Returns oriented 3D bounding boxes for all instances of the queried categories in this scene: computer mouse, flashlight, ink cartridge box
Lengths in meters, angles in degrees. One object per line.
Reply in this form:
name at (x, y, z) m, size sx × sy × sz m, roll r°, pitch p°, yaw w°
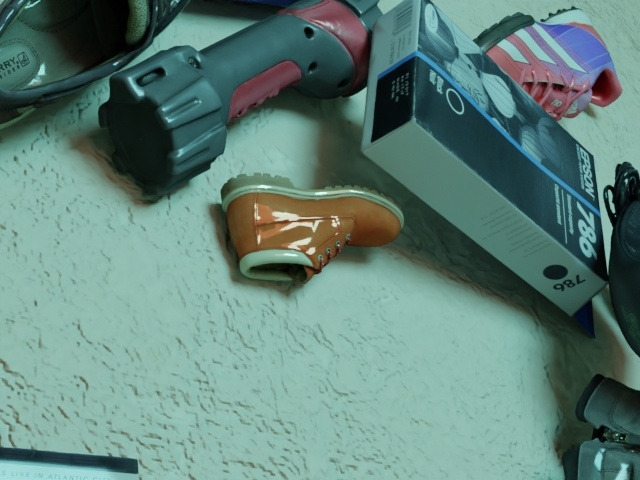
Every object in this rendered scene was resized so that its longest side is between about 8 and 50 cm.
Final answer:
computer mouse at (0.285, 0.045, 0.879) m, size 0.272 × 0.072 × 0.188 m, roll -66°, pitch 139°, yaw -76°
flashlight at (-0.050, -0.130, 0.847) m, size 0.103 × 0.103 × 0.304 m, roll 41°, pitch 45°, yaw 8°
ink cartridge box at (0.173, -0.060, 0.908) m, size 0.333 × 0.065 × 0.165 m, roll 36°, pitch 42°, yaw -32°

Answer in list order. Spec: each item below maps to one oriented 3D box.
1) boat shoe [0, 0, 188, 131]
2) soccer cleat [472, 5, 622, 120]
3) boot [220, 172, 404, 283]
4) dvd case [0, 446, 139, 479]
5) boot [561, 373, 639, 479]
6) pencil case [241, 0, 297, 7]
boat shoe at (-0.158, -0.172, 0.739) m, size 0.285 × 0.092 × 0.103 m, roll -45°, pitch 121°, yaw -34°
soccer cleat at (0.237, -0.178, 1.105) m, size 0.318 × 0.108 × 0.116 m, roll -24°, pitch 76°, yaw -50°
boot at (0.000, 0.000, 0.800) m, size 0.158 × 0.059 × 0.084 m, roll 4°, pitch 56°, yaw -25°
dvd case at (-0.167, 0.209, 0.512) m, size 0.164 × 0.018 × 0.221 m, roll 12°, pitch 49°, yaw -29°
boot at (0.285, 0.234, 0.719) m, size 0.223 × 0.118 × 0.338 m, roll -1°, pitch 31°, yaw 15°
pencil case at (-0.090, -0.287, 0.926) m, size 0.306 × 0.119 × 0.133 m, roll -1°, pitch 79°, yaw -40°
